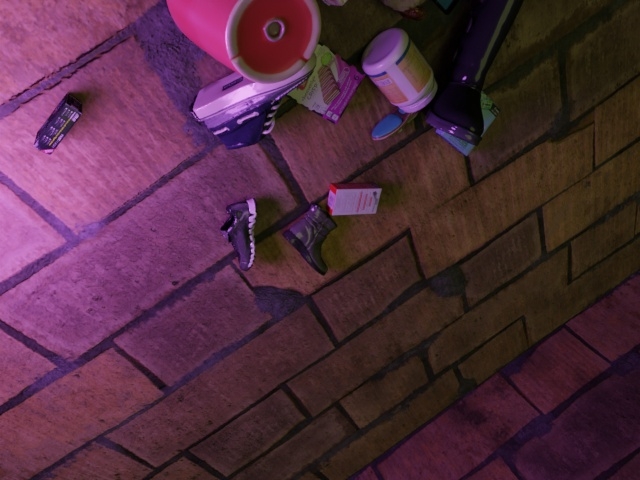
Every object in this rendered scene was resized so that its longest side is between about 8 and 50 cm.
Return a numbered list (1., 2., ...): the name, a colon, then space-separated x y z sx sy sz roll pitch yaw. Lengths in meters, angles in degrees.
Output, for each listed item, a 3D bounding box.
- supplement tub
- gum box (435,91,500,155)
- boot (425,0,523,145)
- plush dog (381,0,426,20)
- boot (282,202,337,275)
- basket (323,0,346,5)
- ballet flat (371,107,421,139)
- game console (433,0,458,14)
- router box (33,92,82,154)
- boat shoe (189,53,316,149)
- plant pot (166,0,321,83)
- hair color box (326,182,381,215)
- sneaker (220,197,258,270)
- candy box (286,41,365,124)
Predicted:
1. supplement tub: 0.221 -0.465 1.250 0.144 0.144 0.200 -48 130 8
2. gum box: 0.492 -0.398 1.504 0.157 0.041 0.184 25 106 -37
3. boot: 0.445 -0.505 1.215 0.146 0.367 0.445 22 114 -9
4. plush dog: 0.239 -0.664 1.102 0.225 0.210 0.262 -30 117 31
5. boot: 0.000 0.000 1.485 0.161 0.083 0.246 -43 132 -4
6. basket: 0.016 -0.646 1.050 0.167 0.103 0.113 32 103 -39
7. ballet flat: 0.246 -0.369 1.379 0.206 0.073 0.067 -42 144 7
8. game console: 0.362 -0.692 1.226 0.122 0.107 0.071 22 80 -37
9. router box: -0.579 -0.258 0.998 0.122 0.092 0.038 -47 130 8
10. boat shoe: -0.139 -0.339 1.103 0.341 0.127 0.158 -13 141 24
11. plant pot: -0.138 -0.457 0.894 0.275 0.243 0.275 -22 143 -18
12. hair color box: 0.108 -0.135 1.467 0.167 0.053 0.093 -3 120 -25
13. sneaker: -0.247 -0.014 1.347 0.106 0.078 0.234 -4 118 -22
14. candy box: -0.016 -0.432 1.194 0.233 0.071 0.159 19 110 -35
